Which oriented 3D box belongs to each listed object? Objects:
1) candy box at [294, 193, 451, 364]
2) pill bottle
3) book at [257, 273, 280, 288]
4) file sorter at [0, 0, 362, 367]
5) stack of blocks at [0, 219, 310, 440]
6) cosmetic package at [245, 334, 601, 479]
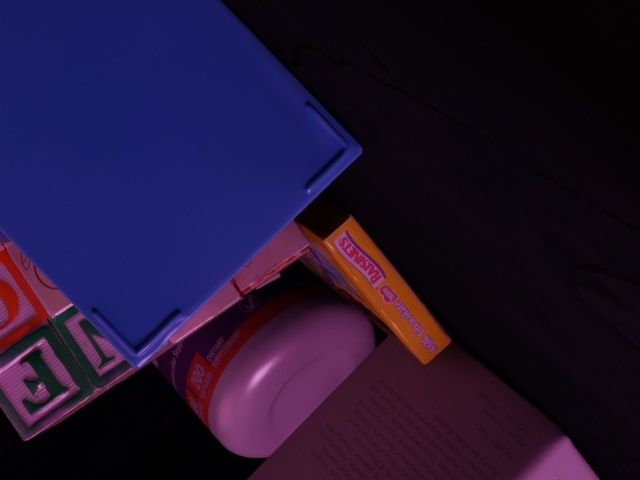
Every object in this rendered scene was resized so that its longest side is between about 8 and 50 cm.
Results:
[{"bbox_3d":[0.000,0.000,0.707,0.105,0.027,0.206,53,173,-26],"label":"candy box"},{"bbox_3d":[-0.107,0.050,1.124,0.323,0.181,0.181,42,174,33],"label":"pill bottle"},{"bbox_3d":[-0.079,-0.043,0.740,0.096,0.035,0.144,27,143,64],"label":"book"},{"bbox_3d":[-0.087,-0.054,0.470,0.170,0.118,0.104,46,178,-2],"label":"file sorter"},{"bbox_3d":[-0.174,0.018,0.598,0.171,0.297,0.087,56,175,2],"label":"stack of blocks"},{"bbox_3d":[0.066,0.177,0.677,0.151,0.183,0.151,50,174,-38],"label":"cosmetic package"}]
